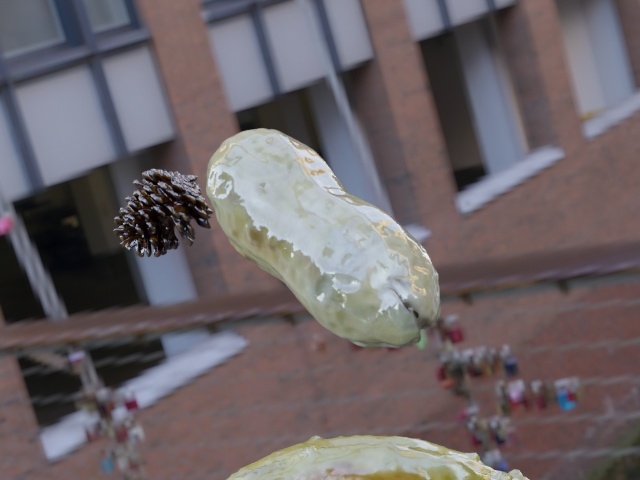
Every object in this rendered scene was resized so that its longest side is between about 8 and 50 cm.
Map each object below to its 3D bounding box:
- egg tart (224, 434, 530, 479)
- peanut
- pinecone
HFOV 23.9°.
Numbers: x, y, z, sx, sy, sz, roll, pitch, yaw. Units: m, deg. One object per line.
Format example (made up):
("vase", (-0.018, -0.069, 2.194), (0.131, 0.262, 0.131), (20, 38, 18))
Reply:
("egg tart", (0.020, 0.280, 0.918), (0.341, 0.341, 0.132), (-17, -27, -4))
("peanut", (0.000, 0.000, 1.449), (0.130, 0.130, 0.290), (-23, 49, -34))
("pinecone", (-0.180, -0.033, 1.689), (0.109, 0.102, 0.102), (-28, 15, -28))
